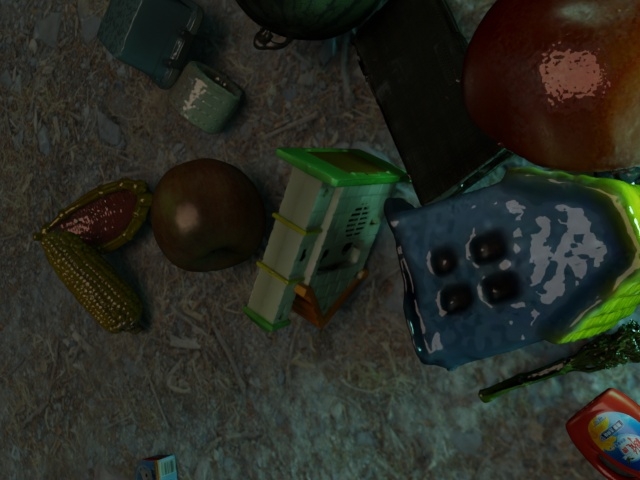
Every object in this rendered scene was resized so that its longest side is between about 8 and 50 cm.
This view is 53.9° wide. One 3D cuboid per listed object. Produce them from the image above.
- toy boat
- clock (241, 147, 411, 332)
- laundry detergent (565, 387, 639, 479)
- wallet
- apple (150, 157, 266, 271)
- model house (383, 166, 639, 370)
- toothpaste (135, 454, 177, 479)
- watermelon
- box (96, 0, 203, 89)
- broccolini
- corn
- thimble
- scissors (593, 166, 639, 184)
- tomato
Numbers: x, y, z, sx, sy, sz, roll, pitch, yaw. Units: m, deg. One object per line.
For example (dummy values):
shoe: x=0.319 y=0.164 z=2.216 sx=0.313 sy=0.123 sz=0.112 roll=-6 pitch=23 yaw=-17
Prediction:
toy boat: x=-0.435 y=-0.045 z=1.262 sx=0.317 sy=0.099 sz=0.141 roll=-18 pitch=82 yaw=27
clock: x=0.000 y=0.000 z=0.925 sx=0.106 sy=0.219 sz=0.256 roll=31 pitch=112 yaw=27
laundry detergent: x=0.386 y=0.267 z=0.767 sx=0.165 sy=0.049 sz=0.097 roll=49 pitch=119 yaw=22
wallet: x=0.154 y=-0.216 z=0.909 sx=0.169 sy=0.044 sz=0.317 roll=-38 pitch=63 yaw=39
apple: x=-0.189 y=-0.044 z=1.055 sx=0.188 sy=0.188 sz=0.174 roll=-30 pitch=68 yaw=27
model house: x=0.262 y=0.021 z=0.725 sx=0.303 sy=0.237 sz=0.216 roll=-16 pitch=79 yaw=37
toothpaste: x=-0.303 y=0.508 z=1.188 sx=0.070 sy=0.044 sz=0.194 roll=-12 pitch=82 yaw=32
watermelon: x=-0.013 y=-0.450 z=0.909 sx=0.278 sy=0.278 sz=0.360 roll=16 pitch=95 yaw=31
box: x=-0.313 y=-0.390 z=1.157 sx=0.162 sy=0.130 sz=0.227 roll=-61 pitch=38 yaw=15
broccolini: x=0.314 y=0.170 z=0.821 sx=0.239 sy=0.051 sz=0.054 roll=-31 pitch=117 yaw=28
corn: x=-0.440 y=0.084 z=1.226 sx=0.097 sy=0.097 sz=0.262 roll=-41 pitch=93 yaw=24
thimble: x=-0.205 y=-0.257 z=1.124 sx=0.115 sy=0.102 sz=0.090 roll=35 pitch=108 yaw=-3
scissors: x=0.359 y=-0.121 z=0.813 sx=0.109 sy=0.022 sz=0.300 roll=-30 pitch=74 yaw=27
tomato: x=0.307 y=-0.236 z=0.686 sx=0.338 sy=0.144 sz=0.339 roll=-12 pitch=45 yaw=12
